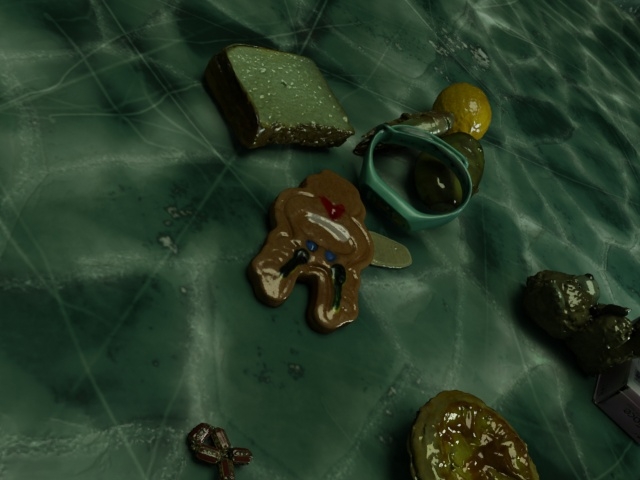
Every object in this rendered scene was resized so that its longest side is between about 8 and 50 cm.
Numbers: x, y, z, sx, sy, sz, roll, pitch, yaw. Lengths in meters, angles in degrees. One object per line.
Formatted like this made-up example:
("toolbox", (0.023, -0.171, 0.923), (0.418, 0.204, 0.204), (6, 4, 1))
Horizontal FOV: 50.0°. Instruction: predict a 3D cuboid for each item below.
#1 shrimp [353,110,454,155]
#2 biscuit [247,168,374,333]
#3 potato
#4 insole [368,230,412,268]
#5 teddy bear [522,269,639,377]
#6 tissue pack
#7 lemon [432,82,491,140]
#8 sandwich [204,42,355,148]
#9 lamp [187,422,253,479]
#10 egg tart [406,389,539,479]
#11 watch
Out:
("shrimp", (0.172, -0.237, 1.489), (0.267, 0.061, 0.145), (-29, 33, -28))
("biscuit", (0.000, 0.000, 1.164), (0.202, 0.047, 0.333), (32, 44, -13))
("potato", (0.275, -0.147, 1.483), (0.149, 0.113, 0.251), (44, 51, -9))
("insole", (0.069, 0.010, 1.252), (0.248, 0.011, 0.081), (8, 51, -34))
("teddy bear", (0.528, 0.153, 1.395), (0.256, 0.156, 0.267), (43, 0, -1))
("tissue pack", (0.674, 0.294, 1.436), (0.148, 0.092, 0.246), (43, 40, 2))
("lemon", (0.338, -0.306, 1.649), (0.142, 0.142, 0.187), (26, 40, -19))
("sandwich", (-0.082, -0.269, 1.311), (0.251, 0.087, 0.226), (-6, 61, -45))
("lamp", (-0.130, 0.264, 0.854), (0.083, 0.031, 0.063), (41, 38, 2))
("egg tart", (0.218, 0.341, 1.014), (0.241, 0.106, 0.241), (22, 42, -21))
("watch", (0.181, -0.128, 1.351), (0.237, 0.068, 0.195), (41, 73, 10))
